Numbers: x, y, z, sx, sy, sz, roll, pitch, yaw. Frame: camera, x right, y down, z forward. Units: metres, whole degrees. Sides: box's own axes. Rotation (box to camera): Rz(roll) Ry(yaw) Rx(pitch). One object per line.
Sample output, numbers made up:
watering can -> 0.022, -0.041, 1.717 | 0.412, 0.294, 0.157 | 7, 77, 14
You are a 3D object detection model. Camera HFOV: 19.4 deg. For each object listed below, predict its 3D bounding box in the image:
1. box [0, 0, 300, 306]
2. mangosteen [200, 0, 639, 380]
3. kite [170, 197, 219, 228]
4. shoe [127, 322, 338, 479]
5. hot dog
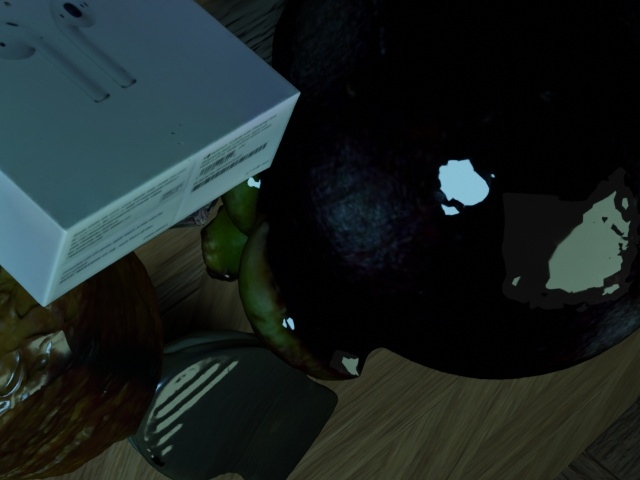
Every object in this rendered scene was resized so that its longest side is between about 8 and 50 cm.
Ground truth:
box -> -0.101, -0.057, 0.728 | 0.130, 0.129, 0.051 | -34, 159, -41
mangosteen -> 0.060, -0.044, 1.009 | 0.302, 0.275, 0.275 | -24, 177, 29
kite -> -0.063, -0.048, 1.057 | 0.139, 0.011, 0.156 | -45, 165, -24
shoe -> -0.073, 0.100, 1.207 | 0.103, 0.098, 0.275 | -56, 162, -4
hot dog -> -0.147, 0.060, 0.921 | 0.160, 0.099, 0.227 | -47, 164, -5
